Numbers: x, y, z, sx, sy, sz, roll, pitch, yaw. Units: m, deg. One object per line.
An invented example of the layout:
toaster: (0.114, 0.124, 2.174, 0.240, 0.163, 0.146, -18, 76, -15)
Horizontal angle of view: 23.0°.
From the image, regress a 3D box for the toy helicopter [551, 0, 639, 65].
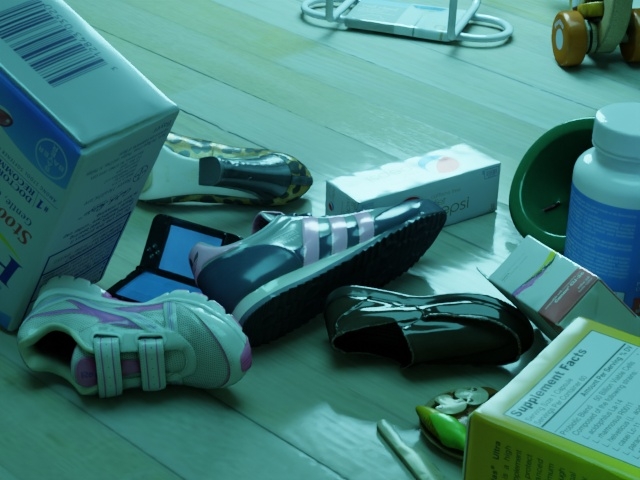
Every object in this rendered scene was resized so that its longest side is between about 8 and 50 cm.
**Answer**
toy helicopter: (0.408, -0.430, 2.443, 0.140, 0.235, 0.355, -4, 28, -9)

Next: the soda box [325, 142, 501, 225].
soda box: (0.113, -0.055, 1.902, 0.216, 0.069, 0.074, -16, 33, -30)

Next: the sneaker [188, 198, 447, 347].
sneaker: (0.000, 0.000, 1.719, 0.319, 0.112, 0.131, -22, 56, -39)

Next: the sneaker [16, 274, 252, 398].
sneaker: (-0.191, 0.112, 1.557, 0.252, 0.103, 0.111, 6, 32, 21)

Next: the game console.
game console: (-0.160, 0.030, 1.731, 0.122, 0.107, 0.071, 16, -1, 25)

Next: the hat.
hat: (0.349, -0.042, 1.938, 0.173, 0.183, 0.208, 15, 72, 36)

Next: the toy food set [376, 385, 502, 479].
toy food set: (0.160, 0.171, 1.510, 0.192, 0.038, 0.132, -12, 31, -24)

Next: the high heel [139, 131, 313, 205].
high heel: (-0.144, -0.086, 1.973, 0.261, 0.093, 0.186, 11, 5, 43)

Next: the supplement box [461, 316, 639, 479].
supplement box: (0.308, 0.232, 1.241, 0.357, 0.195, 0.194, 20, 33, 30)

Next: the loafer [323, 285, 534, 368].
loafer: (0.108, 0.103, 1.611, 0.220, 0.080, 0.078, 4, 40, 10)

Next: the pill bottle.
pill bottle: (0.331, -0.031, 1.704, 0.124, 0.221, 0.124, 1, 28, 0)

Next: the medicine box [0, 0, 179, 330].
medicine box: (-0.327, -0.102, 1.649, 0.263, 0.289, 0.149, 42, 42, 13)

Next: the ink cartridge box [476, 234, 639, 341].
ink cartridge box: (0.249, 0.065, 1.593, 0.067, 0.115, 0.198, -48, 25, -2)

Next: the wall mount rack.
wall mount rack: (0.153, -0.423, 2.531, 0.350, 0.130, 0.304, 10, 29, 15)
